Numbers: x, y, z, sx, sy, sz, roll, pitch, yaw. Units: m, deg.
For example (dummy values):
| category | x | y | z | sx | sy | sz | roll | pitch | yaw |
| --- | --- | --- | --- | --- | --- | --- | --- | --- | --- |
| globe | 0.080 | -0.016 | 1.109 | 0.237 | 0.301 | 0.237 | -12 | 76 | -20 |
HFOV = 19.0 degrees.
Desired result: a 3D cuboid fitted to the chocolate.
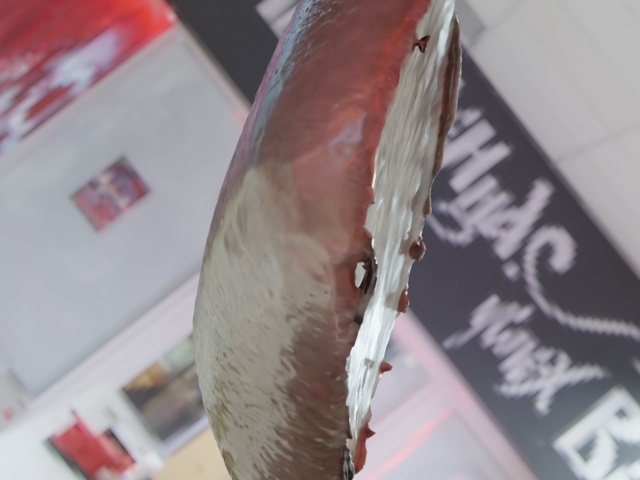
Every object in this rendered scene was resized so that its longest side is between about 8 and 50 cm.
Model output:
| category | x | y | z | sx | sy | sz | roll | pitch | yaw |
| --- | --- | --- | --- | --- | --- | --- | --- | --- | --- |
| chocolate | 0.000 | 0.000 | 0.881 | 0.100 | 0.185 | 0.303 | 19 | -38 | 7 |
